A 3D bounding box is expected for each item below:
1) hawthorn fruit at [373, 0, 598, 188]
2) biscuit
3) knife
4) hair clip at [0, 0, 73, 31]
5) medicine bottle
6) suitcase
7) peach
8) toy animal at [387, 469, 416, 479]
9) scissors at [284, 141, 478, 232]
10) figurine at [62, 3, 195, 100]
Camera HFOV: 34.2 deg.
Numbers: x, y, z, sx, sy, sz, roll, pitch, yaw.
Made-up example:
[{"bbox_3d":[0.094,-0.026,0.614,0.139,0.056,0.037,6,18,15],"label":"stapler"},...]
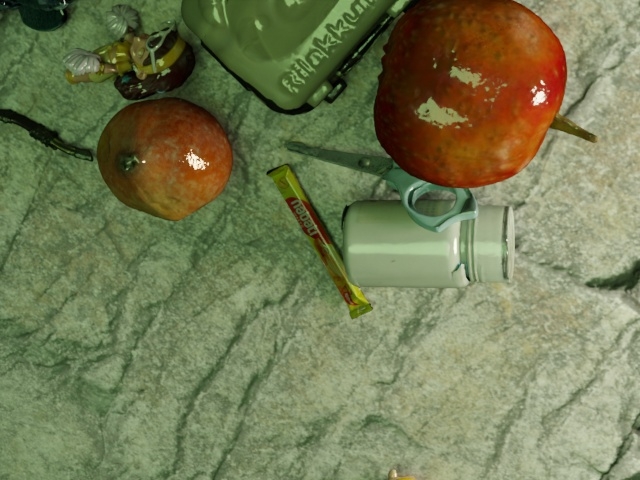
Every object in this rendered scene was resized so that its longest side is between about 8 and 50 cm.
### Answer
[{"bbox_3d":[0.238,-0.202,1.489,0.330,0.287,0.287,21,110,14],"label":"hawthorn fruit"},{"bbox_3d":[0.000,0.000,1.751,0.048,0.026,0.291,-26,97,40],"label":"biscuit"},{"bbox_3d":[-0.495,-0.188,1.832,0.222,0.045,0.021,22,147,5],"label":"knife"},{"bbox_3d":[-0.509,-0.435,1.674,0.310,0.206,0.194,-3,99,21],"label":"hair clip"},{"bbox_3d":[0.172,0.005,1.641,0.258,0.143,0.143,0,105,17],"label":"medicine bottle"},{"bbox_3d":[-0.048,-0.396,1.562,0.339,0.194,0.351,45,111,2],"label":"suitcase"},{"bbox_3d":[-0.260,-0.129,1.679,0.233,0.232,0.232,4,106,14],"label":"peach"},{"bbox_3d":[0.145,0.461,1.821,0.091,0.082,0.114,4,92,-30],"label":"toy animal"},{"bbox_3d":[0.098,-0.119,1.649,0.360,0.191,0.029,15,149,24],"label":"scissors"},{"bbox_3d":[-0.317,-0.295,1.698,0.240,0.174,0.115,7,137,25],"label":"figurine"}]
